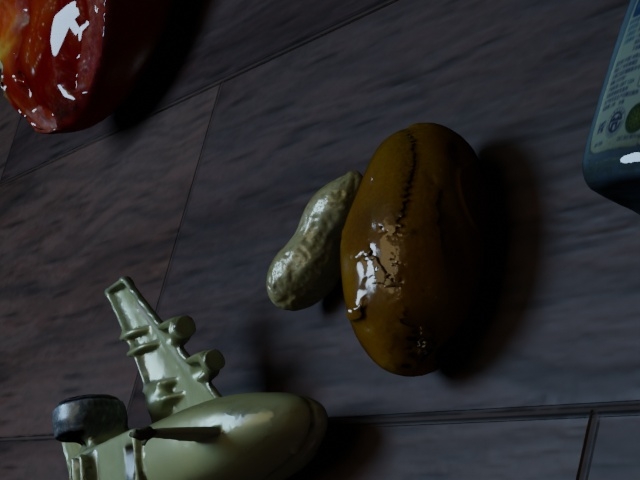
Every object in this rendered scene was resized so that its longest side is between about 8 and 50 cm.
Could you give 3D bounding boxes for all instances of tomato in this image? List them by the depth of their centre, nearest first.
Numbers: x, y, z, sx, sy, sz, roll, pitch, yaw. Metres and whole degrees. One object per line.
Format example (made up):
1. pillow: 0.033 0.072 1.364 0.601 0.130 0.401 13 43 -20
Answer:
1. tomato: -0.184 -0.202 1.326 0.233 0.140 0.200 53 133 23

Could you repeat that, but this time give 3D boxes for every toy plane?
1. toy plane: -0.081 0.122 0.906 0.256 0.104 0.242 141 128 -58

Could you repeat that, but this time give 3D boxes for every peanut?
1. peanut: 0.000 0.000 0.899 0.083 0.037 0.037 -64 24 14

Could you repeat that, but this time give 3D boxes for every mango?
1. mango: 0.041 -0.001 0.783 0.077 0.063 0.127 139 144 -58

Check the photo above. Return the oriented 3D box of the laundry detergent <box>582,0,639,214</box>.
1. laundry detergent: 0.159 -0.109 0.628 0.097 0.061 0.206 -6 64 66
